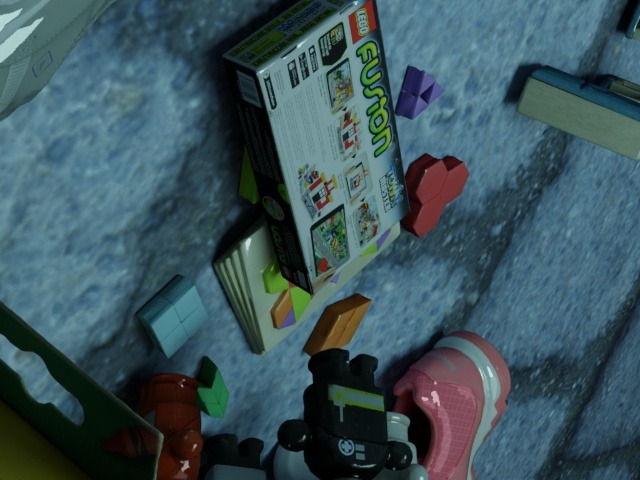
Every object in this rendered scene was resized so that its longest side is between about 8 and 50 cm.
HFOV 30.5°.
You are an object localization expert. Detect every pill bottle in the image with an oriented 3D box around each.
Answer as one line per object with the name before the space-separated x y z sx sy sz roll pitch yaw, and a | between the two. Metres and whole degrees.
pill bottle | 0.016 0.234 1.114 0.086 0.086 0.152 -50 149 -13

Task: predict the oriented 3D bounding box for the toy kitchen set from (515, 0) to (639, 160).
toy kitchen set | 0.290 -0.189 1.133 0.207 0.122 0.166 -35 147 -67

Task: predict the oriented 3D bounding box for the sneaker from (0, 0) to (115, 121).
sneaker | -0.184 -0.070 0.546 0.281 0.105 0.115 -42 158 -10

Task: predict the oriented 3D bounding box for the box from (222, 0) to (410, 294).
box | 0.004 -0.070 0.836 0.114 0.036 0.207 -40 139 -27

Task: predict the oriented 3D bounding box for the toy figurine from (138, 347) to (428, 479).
toy figurine | -0.028 0.190 0.873 0.209 0.213 0.148 62 22 -58

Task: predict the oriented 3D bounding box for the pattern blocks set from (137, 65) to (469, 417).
pattern blocks set | 0.000 0.000 0.943 0.325 0.026 0.285 -50 148 -13

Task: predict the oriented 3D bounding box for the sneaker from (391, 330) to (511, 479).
sneaker | 0.102 0.248 1.223 0.136 0.116 0.314 -18 120 -44

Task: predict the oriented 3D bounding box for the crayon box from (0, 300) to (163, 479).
crayon box | -0.209 0.193 0.654 0.081 0.202 0.318 -12 126 -50
